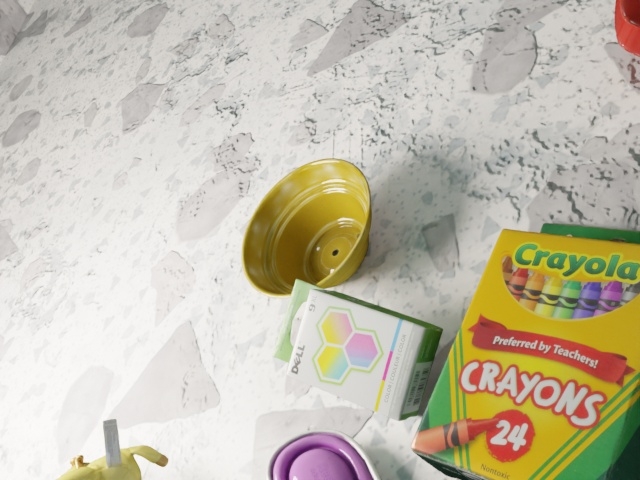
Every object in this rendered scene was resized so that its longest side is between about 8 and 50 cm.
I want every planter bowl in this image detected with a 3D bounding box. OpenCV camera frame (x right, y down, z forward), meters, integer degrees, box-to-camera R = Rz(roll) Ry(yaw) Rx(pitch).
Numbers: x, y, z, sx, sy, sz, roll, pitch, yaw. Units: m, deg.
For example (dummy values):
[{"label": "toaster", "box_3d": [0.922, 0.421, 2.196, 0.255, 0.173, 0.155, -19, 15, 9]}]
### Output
[{"label": "planter bowl", "box_3d": [0.000, 0.000, 1.052, 0.217, 0.090, 0.217, -21, 50, 27]}]

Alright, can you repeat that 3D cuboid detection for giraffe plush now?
[{"label": "giraffe plush", "box_3d": [-0.313, 0.356, 1.013, 0.170, 0.181, 0.210, -29, 51, 52]}]

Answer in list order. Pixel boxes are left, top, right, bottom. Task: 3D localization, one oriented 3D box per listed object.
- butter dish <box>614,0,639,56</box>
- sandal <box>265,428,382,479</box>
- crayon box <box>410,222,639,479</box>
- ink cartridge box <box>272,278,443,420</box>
[{"label": "butter dish", "box_3d": [0.411, -0.265, 0.894, 0.159, 0.118, 0.160, 14, 61, -2]}, {"label": "sandal", "box_3d": [0.043, 0.311, 0.713, 0.169, 0.102, 0.416, -28, 33, -17]}, {"label": "crayon box", "box_3d": [0.246, 0.106, 0.764, 0.202, 0.081, 0.319, 8, 64, 45]}, {"label": "ink cartridge box", "box_3d": [0.027, 0.122, 0.889, 0.209, 0.062, 0.109, 17, 93, 29]}]
